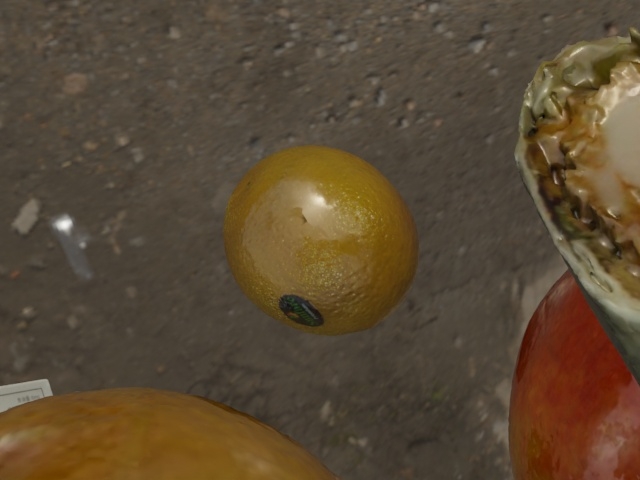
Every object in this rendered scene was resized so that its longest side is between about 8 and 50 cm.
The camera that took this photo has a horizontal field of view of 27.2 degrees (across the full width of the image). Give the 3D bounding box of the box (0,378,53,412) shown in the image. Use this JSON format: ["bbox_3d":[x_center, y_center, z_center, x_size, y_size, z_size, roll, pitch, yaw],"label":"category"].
[{"bbox_3d":[-0.242,0.123,0.800,0.084,0.154,0.040,-25,77,32],"label":"box"}]

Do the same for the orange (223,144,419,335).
[{"bbox_3d":[0.000,0.000,1.540,0.236,0.236,0.236,4,103,17],"label":"orange"}]

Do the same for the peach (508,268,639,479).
[{"bbox_3d":[0.332,0.127,0.935,0.388,0.388,0.388,4,103,17],"label":"peach"}]

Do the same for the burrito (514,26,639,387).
[{"bbox_3d":[0.185,0.061,0.507,0.105,0.143,0.299,-35,113,4],"label":"burrito"}]

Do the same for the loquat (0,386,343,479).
[{"bbox_3d":[-0.099,0.235,0.656,0.328,0.328,0.328,4,103,17],"label":"loquat"}]
